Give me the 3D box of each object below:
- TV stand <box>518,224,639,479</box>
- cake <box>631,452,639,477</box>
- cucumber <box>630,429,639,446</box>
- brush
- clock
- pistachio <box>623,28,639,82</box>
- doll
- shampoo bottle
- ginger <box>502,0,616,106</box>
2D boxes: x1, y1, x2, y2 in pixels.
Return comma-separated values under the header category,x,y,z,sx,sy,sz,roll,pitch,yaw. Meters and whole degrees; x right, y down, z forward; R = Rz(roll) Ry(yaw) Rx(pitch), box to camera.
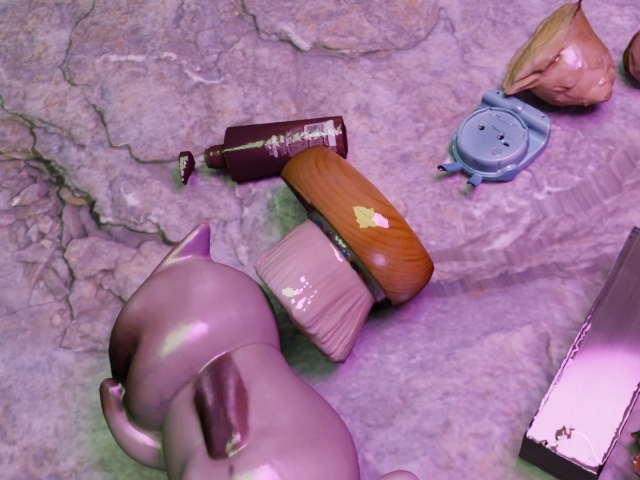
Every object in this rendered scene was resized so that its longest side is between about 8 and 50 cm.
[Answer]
category,x,y,z,sx,sy,sz,roll,pitch,yaw
TV stand,0.307,0.123,0.763,0.082,0.088,0.270,28,70,23
cake,0.383,0.216,0.631,0.135,0.147,0.134,40,84,-5
cucumber,0.405,0.171,0.735,0.187,0.058,0.058,-31,59,-7
brush,0.000,0.000,0.865,0.166,0.174,0.267,-38,47,0
clock,0.222,-0.124,0.948,0.108,0.045,0.147,36,74,28
pistachio,0.472,-0.249,0.936,0.149,0.113,0.113,-12,58,23
doll,-0.098,0.185,0.747,0.226,0.215,0.370,-29,60,-23
shampoo bottle,-0.080,-0.123,1.003,0.236,0.067,0.068,-7,50,9
ginger,0.340,-0.252,0.977,0.122,0.115,0.193,31,51,-4
